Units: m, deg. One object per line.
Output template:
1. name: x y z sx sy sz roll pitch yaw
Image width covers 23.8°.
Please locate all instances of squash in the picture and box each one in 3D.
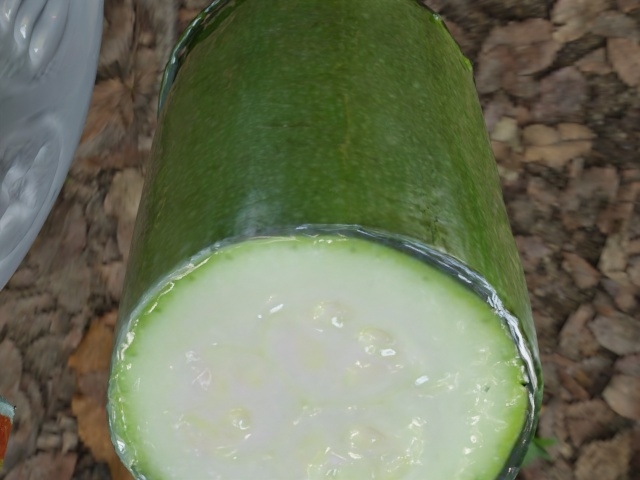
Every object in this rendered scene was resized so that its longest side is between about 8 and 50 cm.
1. squash: 0.000 0.000 1.035 0.263 0.384 0.263 0 122 -1

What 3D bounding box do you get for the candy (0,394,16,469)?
1. candy: -0.328 0.216 1.345 0.086 0.059 0.292 -5 60 20

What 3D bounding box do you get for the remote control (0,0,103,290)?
1. remote control: -0.152 -0.065 0.388 0.103 0.332 0.221 20 75 22
